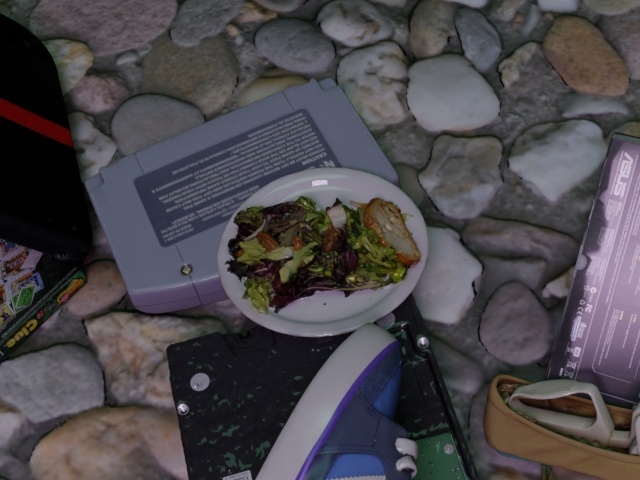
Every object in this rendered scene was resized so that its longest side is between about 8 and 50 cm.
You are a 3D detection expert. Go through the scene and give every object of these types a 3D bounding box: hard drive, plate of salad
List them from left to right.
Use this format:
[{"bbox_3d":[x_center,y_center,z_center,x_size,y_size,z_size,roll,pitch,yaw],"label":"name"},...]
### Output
[{"bbox_3d":[0.000,0.000,0.854,0.200,0.048,0.199,-4,53,6],"label":"plate of salad"},{"bbox_3d":[0.013,0.215,0.773,0.237,0.064,0.339,-16,56,-3],"label":"hard drive"}]

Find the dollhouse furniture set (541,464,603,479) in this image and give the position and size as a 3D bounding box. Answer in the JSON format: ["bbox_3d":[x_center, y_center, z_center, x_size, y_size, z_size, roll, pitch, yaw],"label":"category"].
[{"bbox_3d":[0.304,0.287,0.673,0.302,0.151,0.197,0,23,25],"label":"dollhouse furniture set"}]

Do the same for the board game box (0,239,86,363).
[{"bbox_3d":[-0.375,0.090,0.924,0.136,0.030,0.259,35,68,23],"label":"board game box"}]

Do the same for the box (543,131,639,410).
[{"bbox_3d":[0.309,0.039,0.781,0.183,0.056,0.231,15,97,16],"label":"box"}]

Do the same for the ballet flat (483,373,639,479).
[{"bbox_3d":[0.235,0.154,0.731,0.232,0.073,0.080,4,24,33],"label":"ballet flat"}]

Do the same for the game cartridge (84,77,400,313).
[{"bbox_3d":[-0.079,-0.046,0.959,0.297,0.062,0.198,-24,62,-8],"label":"game cartridge"}]

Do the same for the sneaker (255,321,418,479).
[{"bbox_3d":[0.056,0.238,0.654,0.236,0.130,0.322,27,59,11],"label":"sneaker"}]

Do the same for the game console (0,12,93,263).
[{"bbox_3d":[-0.407,-0.156,0.895,0.060,0.386,0.342,-38,53,24],"label":"game console"}]
